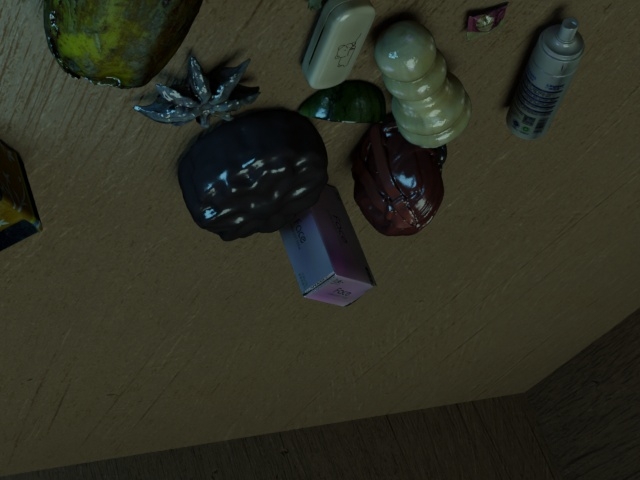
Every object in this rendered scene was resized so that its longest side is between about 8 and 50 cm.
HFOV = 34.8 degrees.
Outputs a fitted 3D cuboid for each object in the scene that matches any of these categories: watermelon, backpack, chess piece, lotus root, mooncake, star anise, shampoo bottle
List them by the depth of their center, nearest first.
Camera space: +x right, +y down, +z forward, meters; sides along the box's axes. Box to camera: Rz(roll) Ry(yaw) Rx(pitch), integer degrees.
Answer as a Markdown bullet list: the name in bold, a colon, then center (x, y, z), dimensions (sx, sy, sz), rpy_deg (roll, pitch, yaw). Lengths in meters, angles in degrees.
- **lotus root**: center (-0.243, -0.336, 1.300), dimensions (0.195, 0.179, 0.397), rpy_deg (-8, 152, -30)
- **star anise**: center (-0.191, -0.235, 1.670), dimensions (0.204, 0.061, 0.180), rpy_deg (-2, 148, -33)
- **chess piece**: center (0.168, -0.280, 1.784), dimensions (0.142, 0.143, 0.261), rpy_deg (-26, 150, 10)
- **watermelon**: center (0.058, -0.253, 1.855), dimensions (0.181, 0.075, 0.092), rpy_deg (-1, -168, -32)
- **mooncake**: center (-0.116, -0.110, 1.885), dimensions (0.283, 0.141, 0.283), rpy_deg (-19, 156, -9)
- **shampoo bottle**: center (0.432, -0.314, 1.950), dimensions (0.092, 0.092, 0.303), rpy_deg (-14, 152, -13)
- **backpack**: center (0.150, -0.113, 1.982), dimensions (0.139, 0.229, 0.229), rpy_deg (8, 142, -40)

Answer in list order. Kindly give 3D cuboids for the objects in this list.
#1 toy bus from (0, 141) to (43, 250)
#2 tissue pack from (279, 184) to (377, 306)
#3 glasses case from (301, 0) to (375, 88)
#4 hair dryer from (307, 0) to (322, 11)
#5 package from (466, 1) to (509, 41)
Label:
- **toy bus**: center (-0.626, -0.035, 1.627), dimensions (0.323, 0.162, 0.194), rpy_deg (-26, 156, 7)
- **tissue pack**: center (0.000, 0.000, 2.053), dimensions (0.092, 0.246, 0.148), rpy_deg (-35, 151, 27)
- **glasses case**: center (0.027, -0.324, 1.666), dimensions (0.083, 0.050, 0.196), rpy_deg (-20, 157, -26)
- **hair dryer**: center (0.027, -0.425, 1.471), dimensions (0.219, 0.088, 0.225), rpy_deg (-35, 164, 18)
- **package**: center (0.292, -0.381, 1.785), dimensions (0.083, 0.029, 0.059), rpy_deg (-25, 149, -17)
